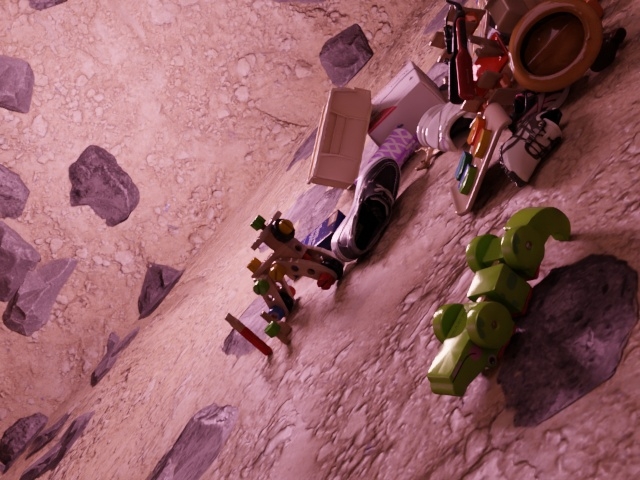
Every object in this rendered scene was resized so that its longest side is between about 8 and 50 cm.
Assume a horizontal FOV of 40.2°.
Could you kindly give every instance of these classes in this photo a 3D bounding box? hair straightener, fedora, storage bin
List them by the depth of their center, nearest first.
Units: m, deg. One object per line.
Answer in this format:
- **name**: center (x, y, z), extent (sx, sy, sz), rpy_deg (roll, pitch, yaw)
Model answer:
- **fedora**: center (0.465, -0.376, 1.710), extent (0.194, 0.194, 0.079), rpy_deg (-41, -26, 25)
- **hair straightener**: center (0.277, -0.400, 1.855), extent (0.047, 0.230, 0.089), rpy_deg (-7, -3, -26)
- **storage bin**: center (0.053, -0.280, 2.434), extent (0.262, 0.123, 0.260), rpy_deg (166, 116, -86)

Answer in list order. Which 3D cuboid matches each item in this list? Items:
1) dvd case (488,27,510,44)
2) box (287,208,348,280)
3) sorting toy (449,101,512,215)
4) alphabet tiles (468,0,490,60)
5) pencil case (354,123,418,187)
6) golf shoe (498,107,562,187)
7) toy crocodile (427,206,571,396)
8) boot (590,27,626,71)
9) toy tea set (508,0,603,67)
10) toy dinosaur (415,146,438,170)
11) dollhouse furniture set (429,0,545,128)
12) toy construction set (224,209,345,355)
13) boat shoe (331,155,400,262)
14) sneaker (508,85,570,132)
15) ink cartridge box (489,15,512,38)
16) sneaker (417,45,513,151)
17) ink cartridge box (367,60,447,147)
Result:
- **dvd case**: center (0.522, -0.583, 2.372), extent (0.221, 0.018, 0.164), rpy_deg (-31, 22, 48)
- **box**: center (0.000, 0.000, 2.334), extent (0.225, 0.036, 0.136), rpy_deg (-40, 17, 24)
- **sorting toy**: center (0.307, -0.167, 1.733), extent (0.193, 0.038, 0.208), rpy_deg (-80, 12, -70)
- **alphabet tiles**: center (0.403, -0.535, 2.231), extent (0.342, 0.011, 0.285), rpy_deg (-80, -7, -64)
- **pencil case**: center (0.176, -0.198, 2.257), extent (0.088, 0.086, 0.206), rpy_deg (18, 66, 48)
- **golf shoe**: center (0.389, -0.180, 1.601), extent (0.094, 0.077, 0.198), rpy_deg (-33, 22, 45)
- **toy crocodile**: center (0.259, 0.083, 1.279), extent (0.340, 0.105, 0.115), rpy_deg (-60, 18, -23)
- **boot**: center (0.545, -0.369, 1.728), extent (0.106, 0.037, 0.114), rpy_deg (-50, 11, -4)
- **toy tea set**: center (0.527, -0.504, 1.942), extent (0.200, 0.124, 0.336), rpy_deg (-33, 21, 45)
- **toy dinosaur**: center (0.281, -0.246, 2.131), extent (0.183, 0.053, 0.092), rpy_deg (-65, 22, 1)
- **dollhouse furniture set**: center (0.378, -0.405, 1.866), extent (0.259, 0.135, 0.262), rpy_deg (-60, 40, 47)
- **toy construction set**: center (-0.120, 0.080, 2.067), extent (0.309, 0.237, 0.257), rpy_deg (-55, 16, -23)
- **boat shoe**: center (0.126, -0.084, 2.049), extent (0.102, 0.108, 0.301), rpy_deg (-24, 30, 57)
- **sneaker**: center (0.428, -0.277, 1.735), extent (0.178, 0.077, 0.072), rpy_deg (-54, 16, -24)
- **ink cartridge box**: center (0.554, -0.668, 2.150), extent (0.307, 0.129, 0.223), rpy_deg (-52, -9, -14)
- **sneaker**: center (0.366, -0.316, 2.016), extent (0.305, 0.114, 0.152), rpy_deg (-49, 33, -2)
- **ink cartridge box**: center (0.232, -0.368, 2.449), extent (0.207, 0.117, 0.283), rpy_deg (-44, 16, 16)
